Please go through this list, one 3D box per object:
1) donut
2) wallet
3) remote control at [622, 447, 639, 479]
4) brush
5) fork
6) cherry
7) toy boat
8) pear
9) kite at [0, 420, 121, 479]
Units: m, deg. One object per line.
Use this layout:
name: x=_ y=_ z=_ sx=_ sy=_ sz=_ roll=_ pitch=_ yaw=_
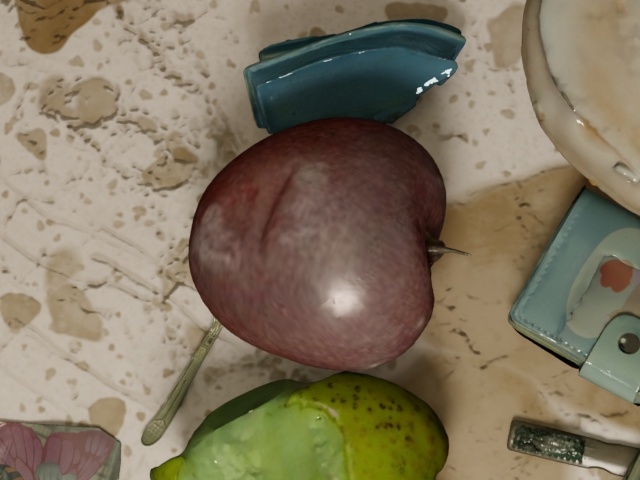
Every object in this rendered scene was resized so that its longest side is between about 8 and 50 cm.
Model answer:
donut: x=0.391 y=-0.193 z=1.655 sx=0.382 sy=0.142 sz=0.383 roll=-1 pitch=82 yaw=9
wallet: x=0.332 y=0.078 z=1.661 sx=0.250 sy=0.075 sz=0.176 roll=30 pitch=81 yaw=12
remote control: x=0.430 y=0.296 z=1.618 sx=0.285 sy=0.038 sz=0.123 roll=28 pitch=87 yaw=8
brush: x=0.283 y=0.217 z=1.669 sx=0.190 sy=0.027 sz=0.034 roll=12 pitch=85 yaw=10
fork: x=-0.131 y=0.123 z=1.751 sx=0.034 sy=0.028 sz=0.219 roll=33 pitch=87 yaw=9
cherry: x=0.000 y=0.000 z=1.654 sx=0.307 sy=0.221 sz=0.261 roll=-2 pitch=62 yaw=22
toy boat: x=0.039 y=-0.183 z=1.744 sx=0.237 sy=0.109 sz=0.098 roll=-13 pitch=35 yaw=0
pear: x=0.004 y=0.264 z=1.636 sx=0.281 sy=0.176 sz=0.286 roll=-27 pitch=79 yaw=2
kite: x=-0.389 y=0.264 z=1.776 sx=0.360 sy=0.022 sz=0.204 roll=15 pitch=84 yaw=10
